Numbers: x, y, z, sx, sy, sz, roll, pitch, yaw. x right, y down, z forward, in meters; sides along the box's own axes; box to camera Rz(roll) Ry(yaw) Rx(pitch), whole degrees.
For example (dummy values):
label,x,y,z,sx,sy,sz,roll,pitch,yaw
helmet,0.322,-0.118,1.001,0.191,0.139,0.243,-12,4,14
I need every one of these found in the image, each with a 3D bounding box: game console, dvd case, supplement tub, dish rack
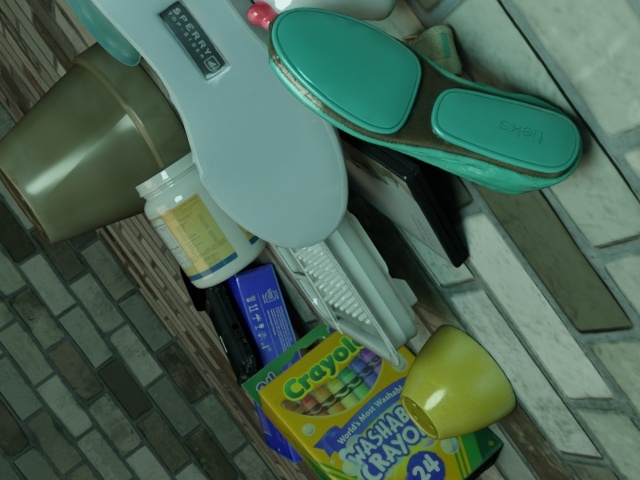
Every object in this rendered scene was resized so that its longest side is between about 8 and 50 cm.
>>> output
label,x,y,z,sx,sy,sz,roll,pitch,yaw
game console,-0.192,0.110,1.559,0.213,0.044,0.361,100,147,-54
dvd case,0.036,-0.081,0.880,0.253,0.022,0.180,40,174,36
supplement tub,-0.196,-0.038,1.398,0.200,0.144,0.144,58,161,-11
dish rack,0.000,0.000,1.046,0.286,0.072,0.333,57,170,-13

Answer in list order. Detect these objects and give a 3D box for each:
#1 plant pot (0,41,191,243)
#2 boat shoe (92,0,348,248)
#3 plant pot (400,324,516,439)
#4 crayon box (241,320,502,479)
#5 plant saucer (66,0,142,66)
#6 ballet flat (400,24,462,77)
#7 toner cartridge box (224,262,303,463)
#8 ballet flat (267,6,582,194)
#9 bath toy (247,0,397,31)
label,x,y,z,sx,sy,sz,roll,pitch,yaw
plant pot,-0.414,-0.148,1.517,0.323,0.280,0.323,45,159,23
boat shoe,-0.088,-0.165,0.763,0.367,0.135,0.156,53,-160,-27
plant pot,0.153,0.184,1.030,0.134,0.095,0.134,46,161,21
crayon box,0.060,0.239,1.179,0.323,0.203,0.083,44,159,25
plant saucer,-0.343,-0.407,1.254,0.317,0.043,0.318,45,160,22
ballet flat,0.071,-0.144,0.736,0.168,0.057,0.052,171,94,-66
toner cartridge box,-0.092,0.217,1.558,0.165,0.075,0.348,-6,102,71
ballet flat,0.070,-0.094,0.642,0.247,0.083,0.087,22,166,0
bath toy,0.002,-0.257,0.559,0.151,0.129,0.348,49,162,12
